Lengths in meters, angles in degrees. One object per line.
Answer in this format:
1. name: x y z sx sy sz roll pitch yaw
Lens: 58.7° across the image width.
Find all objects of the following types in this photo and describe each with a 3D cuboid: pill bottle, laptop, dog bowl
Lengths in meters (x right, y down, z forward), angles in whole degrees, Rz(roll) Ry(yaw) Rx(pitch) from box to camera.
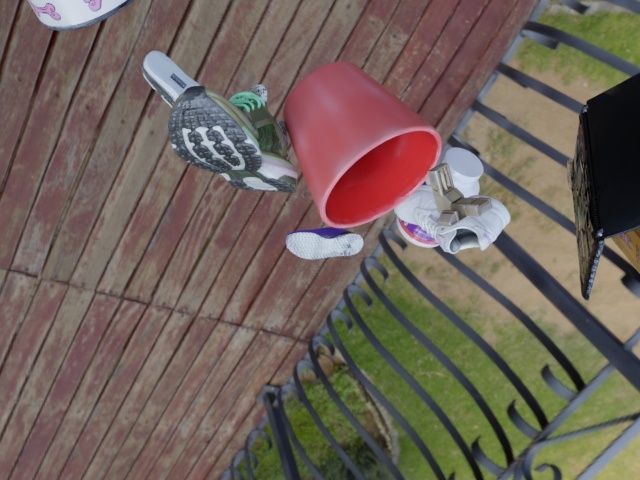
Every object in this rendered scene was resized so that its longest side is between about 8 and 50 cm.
1. pill bottle: 0.378 -0.135 1.798 0.181 0.182 0.323 2 142 -20
2. laptop: 0.427 -0.079 0.764 0.136 0.235 0.264 0 148 18
3. dog bowl: -0.606 -0.740 1.467 0.407 0.408 0.150 -30 144 2

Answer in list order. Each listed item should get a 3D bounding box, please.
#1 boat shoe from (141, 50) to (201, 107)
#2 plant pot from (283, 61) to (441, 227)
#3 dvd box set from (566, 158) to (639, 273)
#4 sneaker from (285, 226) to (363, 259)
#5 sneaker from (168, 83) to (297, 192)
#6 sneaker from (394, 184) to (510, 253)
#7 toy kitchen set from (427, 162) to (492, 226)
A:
1. boat shoe: -0.325 -0.341 1.328 0.219 0.070 0.078 47 61 -16
2. plant pot: 0.064 -0.203 1.136 0.274 0.243 0.275 -25 153 -13
3. dvd box set: 0.577 -0.070 0.850 0.307 0.420 0.062 -8 111 14
4. sneaker: 0.000 0.001 2.141 0.293 0.146 0.102 2 107 -19
5. sneaker: -0.151 -0.214 1.054 0.157 0.182 0.410 0 170 13
6. sneaker: 0.296 -0.051 1.397 0.152 0.305 0.114 -53 132 -26
7. toy kitchen set: 0.198 -0.069 0.858 0.068 0.083 0.075 -30 111 -28
